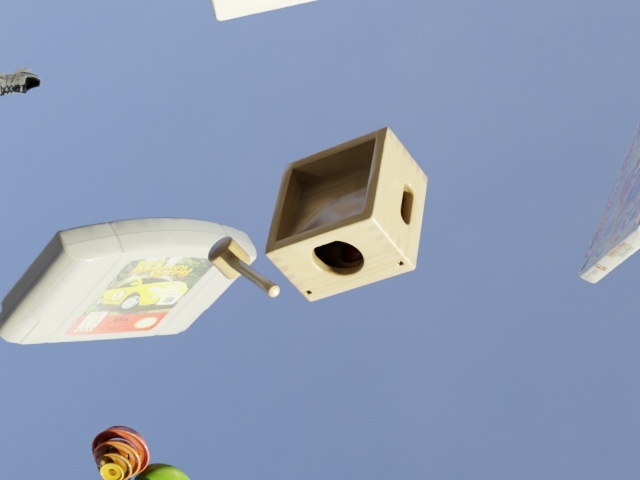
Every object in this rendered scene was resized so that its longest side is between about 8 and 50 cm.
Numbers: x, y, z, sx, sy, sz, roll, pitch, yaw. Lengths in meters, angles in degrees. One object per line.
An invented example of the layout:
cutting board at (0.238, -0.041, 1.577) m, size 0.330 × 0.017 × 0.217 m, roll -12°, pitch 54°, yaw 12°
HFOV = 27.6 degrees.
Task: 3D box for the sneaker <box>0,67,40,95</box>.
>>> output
sneaker at (-0.427, -0.217, 1.811) m, size 0.083 × 0.032 × 0.037 m, roll -30°, pitch -131°, yaw -35°

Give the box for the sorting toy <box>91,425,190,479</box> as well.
sorting toy at (-0.154, 0.200, 1.072) m, size 0.061 × 0.102 × 0.042 m, roll -32°, pitch -159°, yaw 25°

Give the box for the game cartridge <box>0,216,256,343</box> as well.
game cartridge at (-0.223, 0.047, 1.567) m, size 0.196 × 0.294 × 0.060 m, roll -49°, pitch -121°, yaw 32°

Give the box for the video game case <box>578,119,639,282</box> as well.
video game case at (0.334, -0.082, 1.311) m, size 0.026 × 0.206 × 0.227 m, roll 24°, pitch -106°, yaw 2°

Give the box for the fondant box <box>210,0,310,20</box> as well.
fondant box at (-0.068, -0.317, 0.788) m, size 0.096 × 0.238 × 0.330 m, roll -14°, pitch -141°, yaw -5°

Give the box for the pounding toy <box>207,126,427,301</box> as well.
pounding toy at (-0.006, 0.008, 1.306) m, size 0.206 × 0.094 × 0.181 m, roll -19°, pitch -140°, yaw 30°
